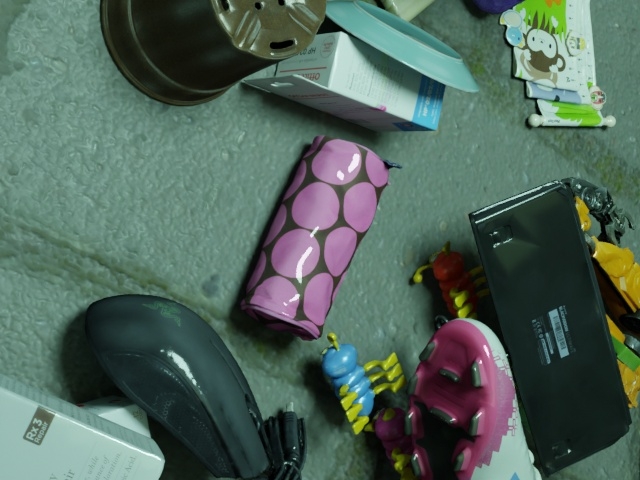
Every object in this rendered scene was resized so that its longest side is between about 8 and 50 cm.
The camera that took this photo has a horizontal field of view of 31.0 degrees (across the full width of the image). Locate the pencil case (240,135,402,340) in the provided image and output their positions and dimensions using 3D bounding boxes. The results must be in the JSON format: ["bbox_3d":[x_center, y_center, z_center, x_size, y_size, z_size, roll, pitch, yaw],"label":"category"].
[{"bbox_3d":[0.000,0.000,1.168,0.098,0.095,0.209,43,66,-44],"label":"pencil case"}]

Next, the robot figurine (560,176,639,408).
[{"bbox_3d":[0.318,0.063,1.388,0.291,0.085,0.211,47,63,-30],"label":"robot figurine"}]

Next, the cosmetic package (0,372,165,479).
[{"bbox_3d":[-0.254,0.175,0.927,0.231,0.085,0.117,25,85,-14],"label":"cosmetic package"}]

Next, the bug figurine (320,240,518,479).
[{"bbox_3d":[0.108,0.140,1.250,0.279,0.072,0.216,-36,115,-36],"label":"bug figurine"}]

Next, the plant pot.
[{"bbox_3d":[-0.091,-0.216,1.059,0.167,0.165,0.167,1,88,-35],"label":"plant pot"}]

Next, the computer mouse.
[{"bbox_3d":[-0.096,0.137,1.058,0.072,0.188,0.272,-40,108,17],"label":"computer mouse"}]

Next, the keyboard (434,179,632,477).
[{"bbox_3d":[0.215,0.111,1.236,0.201,0.033,0.317,-22,108,-13],"label":"keyboard"}]

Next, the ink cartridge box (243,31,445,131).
[{"bbox_3d":[0.026,-0.164,1.176,0.181,0.104,0.062,16,84,-35],"label":"ink cartridge box"}]

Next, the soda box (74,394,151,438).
[{"bbox_3d":[-0.185,0.254,1.036,0.074,0.069,0.216,-13,97,-35],"label":"soda box"}]

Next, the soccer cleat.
[{"bbox_3d":[0.167,0.229,1.186,0.143,0.116,0.331,-12,109,-39],"label":"soccer cleat"}]

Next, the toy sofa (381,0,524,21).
[{"bbox_3d":[0.207,-0.315,1.158,0.150,0.362,0.177,-42,107,-30],"label":"toy sofa"}]

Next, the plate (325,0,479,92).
[{"bbox_3d":[0.085,-0.207,1.183,0.188,0.188,0.024,17,110,-34],"label":"plate"}]

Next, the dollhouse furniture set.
[{"bbox_3d":[0.291,0.172,1.314,0.152,0.058,0.076,-48,124,5],"label":"dollhouse furniture set"}]

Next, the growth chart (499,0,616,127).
[{"bbox_3d":[0.289,-0.250,1.426,0.172,0.021,0.237,-10,94,-35],"label":"growth chart"}]
